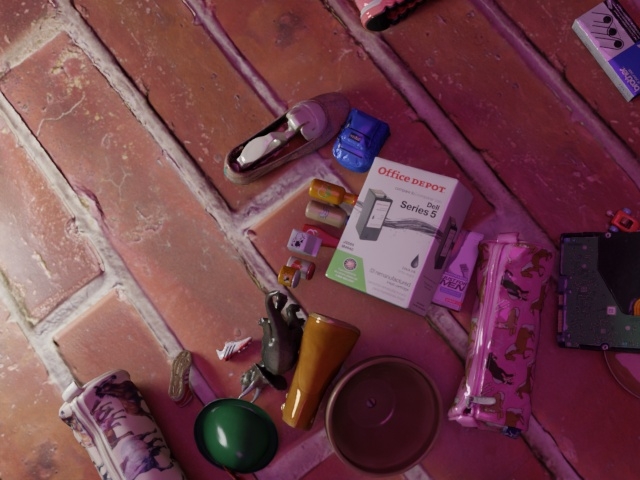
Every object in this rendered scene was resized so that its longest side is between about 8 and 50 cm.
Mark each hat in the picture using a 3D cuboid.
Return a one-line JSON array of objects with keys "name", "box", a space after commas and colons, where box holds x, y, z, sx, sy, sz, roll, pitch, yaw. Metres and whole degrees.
[{"name": "hat", "box": [-0.176, 0.430, 1.475, 0.208, 0.183, 0.173, 10, 106, 6]}]

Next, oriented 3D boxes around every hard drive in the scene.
[{"name": "hard drive", "box": [0.630, 0.101, 1.434, 0.339, 0.064, 0.237, -2, 80, 34]}]

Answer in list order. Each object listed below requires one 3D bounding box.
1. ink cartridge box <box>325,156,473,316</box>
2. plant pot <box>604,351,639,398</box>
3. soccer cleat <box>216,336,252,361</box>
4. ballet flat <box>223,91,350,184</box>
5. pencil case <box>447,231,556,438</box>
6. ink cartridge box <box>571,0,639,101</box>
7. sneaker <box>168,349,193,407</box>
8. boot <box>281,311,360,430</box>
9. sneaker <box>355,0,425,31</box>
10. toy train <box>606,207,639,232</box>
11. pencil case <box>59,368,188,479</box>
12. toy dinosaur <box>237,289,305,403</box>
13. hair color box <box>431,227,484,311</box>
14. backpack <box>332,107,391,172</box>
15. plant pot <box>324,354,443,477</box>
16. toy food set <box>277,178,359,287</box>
[{"name": "ink cartridge box", "box": [0.161, -0.010, 1.525, 0.198, 0.115, 0.273, 20, 85, 30]}, {"name": "plant pot", "box": [0.684, 0.208, 1.501, 0.236, 0.032, 0.236, -1, 81, 7]}, {"name": "soccer cleat", "box": [-0.184, 0.226, 1.605, 0.083, 0.029, 0.035, -36, 84, 6]}, {"name": "ballet flat", "box": [-0.072, -0.222, 1.614, 0.316, 0.106, 0.107, -36, 80, 1]}, {"name": "pencil case", "box": [0.357, 0.181, 1.473, 0.160, 0.167, 0.386, 12, 83, -2]}, {"name": "ink cartridge box", "box": [0.634, -0.405, 1.585, 0.097, 0.046, 0.207, -32, 80, 3]}, {"name": "sneaker", "box": [-0.294, 0.298, 1.607, 0.042, 0.067, 0.118, 1, 52, 9]}, {"name": "boot", "box": [-0.008, 0.260, 1.443, 0.104, 0.295, 0.211, 21, 75, 6]}, {"name": "sneaker", "box": [0.209, -0.586, 1.628, 0.314, 0.116, 0.136, -27, 78, 3]}, {"name": "toy train", "box": [0.674, -0.065, 1.533, 0.125, 0.046, 0.166, 40, 89, 10]}, {"name": "pencil case", "box": [-0.375, 0.462, 1.518, 0.160, 0.183, 0.410, -33, 79, 2]}, {"name": "toy dinosaur", "box": [-0.078, 0.206, 1.507, 0.121, 0.313, 0.160, 9, 55, -14]}, {"name": "hair color box", "box": [0.271, 0.056, 1.561, 0.093, 0.053, 0.167, 18, 83, 10]}, {"name": "backpack", "box": [0.078, -0.212, 1.599, 0.098, 0.101, 0.120, 28, 90, 16]}, {"name": "plant pot", "box": [0.116, 0.337, 1.494, 0.237, 0.110, 0.237, -1, 96, -12]}, {"name": "toy food set", "box": [0.000, 0.000, 1.570, 0.104, 0.111, 0.232, 18, 78, 9]}]
